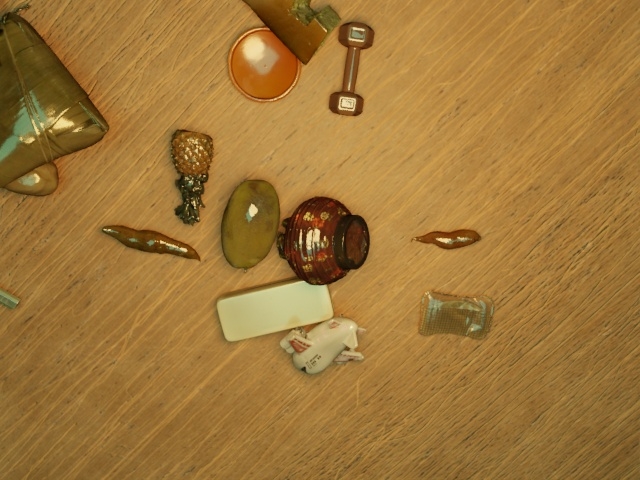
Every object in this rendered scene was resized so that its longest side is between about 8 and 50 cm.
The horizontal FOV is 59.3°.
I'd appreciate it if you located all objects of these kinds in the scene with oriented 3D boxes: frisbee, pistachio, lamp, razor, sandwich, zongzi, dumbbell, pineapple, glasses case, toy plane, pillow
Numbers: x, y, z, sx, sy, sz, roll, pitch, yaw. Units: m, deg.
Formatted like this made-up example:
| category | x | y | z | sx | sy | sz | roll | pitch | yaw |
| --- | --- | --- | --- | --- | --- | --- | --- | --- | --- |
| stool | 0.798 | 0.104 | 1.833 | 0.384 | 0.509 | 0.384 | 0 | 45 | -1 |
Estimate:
| category | x | y | z | sx | sy | sz | roll | pitch | yaw |
| --- | --- | --- | --- | --- | --- | --- | --- | --- | --- |
| frisbee | -0.145 | -0.456 | 1.465 | 0.192 | 0.035 | 0.192 | 0 | 99 | -2 |
| pistachio | -0.795 | -0.184 | 1.465 | 0.226 | 0.136 | 0.136 | 17 | 100 | 0 |
| lamp | 0.000 | 0.000 | 1.466 | 0.247 | 0.247 | 0.247 | 0 | 101 | -1 |
| razor | -0.958 | 0.102 | 1.546 | 0.278 | 0.056 | 0.111 | 35 | 97 | -7 |
| sandwich | -0.073 | -0.570 | 1.392 | 0.235 | 0.122 | 0.128 | 42 | 135 | -7 |
| zongzi | -0.780 | -0.355 | 1.331 | 0.418 | 0.181 | 0.447 | -38 | 101 | -22 |
| dumbbell | 0.080 | -0.439 | 1.449 | 0.092 | 0.082 | 0.231 | 7 | 101 | -4 |
| pineapple | -0.342 | -0.163 | 1.481 | 0.125 | 0.125 | 0.251 | 7 | 106 | -2 |
| glasses case | -0.124 | 0.183 | 1.570 | 0.312 | 0.070 | 0.131 | -14 | 100 | 1 |
| toy plane | 0.014 | 0.287 | 1.536 | 0.252 | 0.118 | 0.252 | -5 | 142 | -4 |
| pillow | 0.388 | 0.213 | 1.605 | 0.211 | 0.034 | 0.135 | 5 | 99 | -4 |

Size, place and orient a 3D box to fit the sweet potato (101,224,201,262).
| category | x | y | z | sx | sy | sz | roll | pitch | yaw |
| --- | --- | --- | --- | --- | --- | --- | --- | --- | --- |
| sweet potato | -0.455 | 0.007 | 1.536 | 0.274 | 0.067 | 0.067 | 17 | 100 | -9 |

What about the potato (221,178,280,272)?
| category | x | y | z | sx | sy | sz | roll | pitch | yaw |
| --- | --- | --- | --- | --- | --- | --- | --- | --- | --- |
| potato | -0.187 | -0.037 | 1.472 | 0.159 | 0.174 | 0.251 | 12 | 103 | 17 |

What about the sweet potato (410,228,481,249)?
| category | x | y | z | sx | sy | sz | roll | pitch | yaw |
| --- | --- | --- | --- | --- | --- | --- | --- | --- | --- |
| sweet potato | 0.346 | -0.003 | 1.556 | 0.195 | 0.056 | 0.056 | 0 | 101 | 5 |
